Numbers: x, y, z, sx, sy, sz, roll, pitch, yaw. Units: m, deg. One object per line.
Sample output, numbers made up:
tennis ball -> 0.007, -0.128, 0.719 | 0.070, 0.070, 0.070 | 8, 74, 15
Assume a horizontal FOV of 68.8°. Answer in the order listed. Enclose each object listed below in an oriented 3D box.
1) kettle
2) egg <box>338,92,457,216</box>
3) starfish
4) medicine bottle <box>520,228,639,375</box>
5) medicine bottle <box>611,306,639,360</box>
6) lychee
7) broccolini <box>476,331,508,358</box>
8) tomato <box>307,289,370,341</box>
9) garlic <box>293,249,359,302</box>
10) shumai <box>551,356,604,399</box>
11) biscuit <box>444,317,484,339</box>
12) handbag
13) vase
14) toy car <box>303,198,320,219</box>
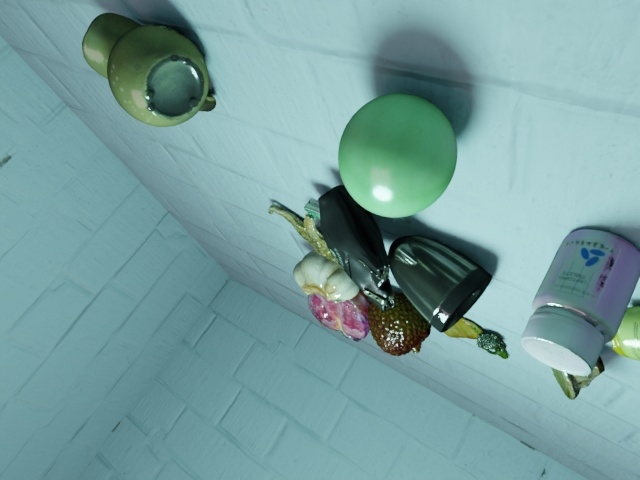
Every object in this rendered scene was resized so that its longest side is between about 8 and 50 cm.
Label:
kettle -> 0.314, 0.085, 1.309 | 0.271, 0.251, 0.207 | 42, 132, 25
egg -> 0.144, -0.155, 0.888 | 0.220, 0.220, 0.269 | 30, 173, 15
starfish -> 0.000, 0.000, 1.706 | 0.432, 0.082, 0.324 | 39, 175, -9
medicine bottle -> 0.496, 0.115, 0.894 | 0.152, 0.254, 0.152 | 32, 162, 12
medicine bottle -> 0.708, 0.189, 0.934 | 0.124, 0.124, 0.239 | 39, 162, -13
lychee -> 0.301, 0.320, 1.819 | 0.271, 0.236, 0.236 | 55, 162, 4
broccolini -> 0.619, 0.375, 1.673 | 0.202, 0.091, 0.068 | 38, -151, -48
tomato -> 0.113, 0.278, 2.131 | 0.335, 0.176, 0.289 | 15, 134, 37
garlic -> 0.025, 0.126, 1.899 | 0.281, 0.203, 0.184 | 3, 112, 34
shumai -> 0.712, 0.334, 1.308 | 0.120, 0.201, 0.201 | -17, 141, 14
biscuit -> 0.517, 0.327, 1.758 | 0.118, 0.029, 0.247 | 45, 161, -9
handbag -> 0.120, 0.040, 1.345 | 0.288, 0.152, 0.342 | 58, 172, 36
vase -> -0.418, -0.432, 1.241 | 0.302, 0.241, 0.329 | 37, -168, 34
toy car -> 0.045, -0.075, 1.494 | 0.090, 0.076, 0.224 | 22, 177, 41
